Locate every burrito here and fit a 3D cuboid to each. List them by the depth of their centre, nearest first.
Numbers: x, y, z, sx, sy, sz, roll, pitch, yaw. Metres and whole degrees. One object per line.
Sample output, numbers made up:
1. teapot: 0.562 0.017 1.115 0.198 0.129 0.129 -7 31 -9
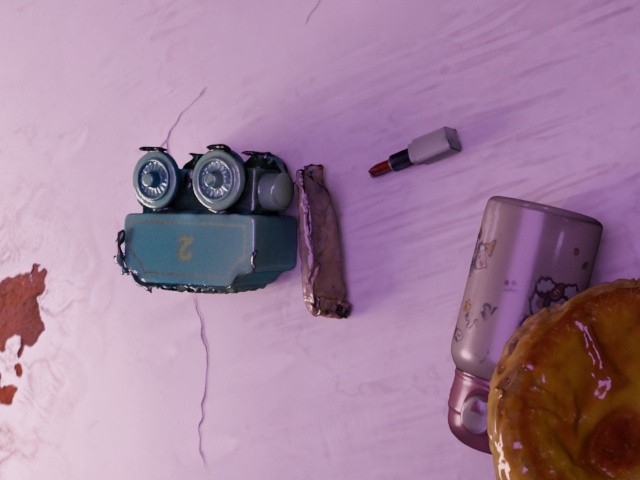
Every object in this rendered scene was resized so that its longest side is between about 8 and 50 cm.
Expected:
1. burrito: -0.002 0.000 1.115 0.042 0.051 0.171 -9 83 43

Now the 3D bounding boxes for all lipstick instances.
1. lipstick: 0.093 -0.087 1.084 0.107 0.025 0.025 -20 73 34

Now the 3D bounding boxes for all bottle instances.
1. bottle: 0.180 0.082 0.963 0.110 0.110 0.233 15 92 31

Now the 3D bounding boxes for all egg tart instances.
1. egg tart: 0.271 0.169 0.855 0.295 0.116 0.294 -1 56 1

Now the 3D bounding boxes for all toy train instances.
1. toy train: -0.124 -0.022 1.160 0.203 0.112 0.162 2 92 32
